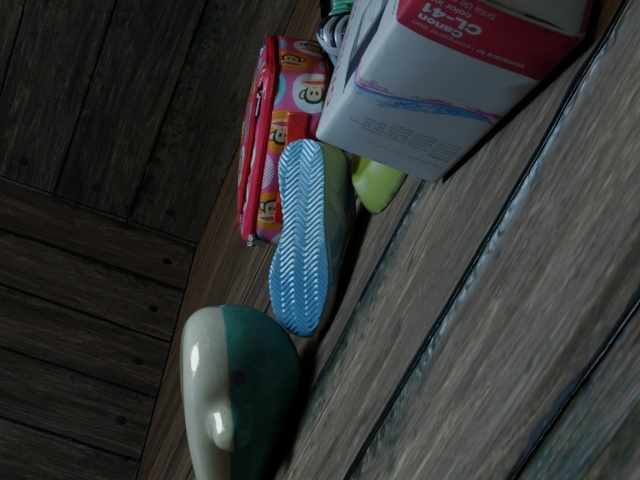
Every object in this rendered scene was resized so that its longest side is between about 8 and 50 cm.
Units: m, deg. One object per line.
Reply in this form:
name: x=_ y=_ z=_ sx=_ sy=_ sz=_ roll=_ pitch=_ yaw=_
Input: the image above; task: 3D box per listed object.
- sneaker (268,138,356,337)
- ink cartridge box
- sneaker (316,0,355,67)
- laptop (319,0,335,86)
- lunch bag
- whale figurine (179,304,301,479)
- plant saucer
sneaker: x=0.000 y=0.000 z=1.380 sx=0.092 sy=0.087 sz=0.228 roll=3 pitch=-87 yaw=-57
ink cartridge box: x=0.116 y=-0.209 z=0.975 sx=0.306 sy=0.131 sz=0.226 roll=134 pitch=154 yaw=-66
sneaker: x=0.055 y=-0.228 z=1.320 sx=0.223 sy=0.083 sz=0.098 roll=-55 pitch=-44 yaw=-52
laptop: x=0.103 y=-0.420 z=1.845 sx=0.408 sy=0.236 sz=0.382 roll=-39 pitch=17 yaw=10
lunch bag: x=-0.054 y=-0.139 z=1.767 sx=0.258 sy=0.120 sz=0.293 roll=-98 pitch=16 yaw=-62
whale figurine: x=-0.089 y=0.210 z=1.393 sx=0.216 sy=0.141 sz=0.272 roll=-176 pitch=81 yaw=-81
plant saucer: x=0.084 y=-0.148 z=1.323 sx=0.241 sy=0.037 sz=0.241 roll=-161 pitch=90 yaw=-81
